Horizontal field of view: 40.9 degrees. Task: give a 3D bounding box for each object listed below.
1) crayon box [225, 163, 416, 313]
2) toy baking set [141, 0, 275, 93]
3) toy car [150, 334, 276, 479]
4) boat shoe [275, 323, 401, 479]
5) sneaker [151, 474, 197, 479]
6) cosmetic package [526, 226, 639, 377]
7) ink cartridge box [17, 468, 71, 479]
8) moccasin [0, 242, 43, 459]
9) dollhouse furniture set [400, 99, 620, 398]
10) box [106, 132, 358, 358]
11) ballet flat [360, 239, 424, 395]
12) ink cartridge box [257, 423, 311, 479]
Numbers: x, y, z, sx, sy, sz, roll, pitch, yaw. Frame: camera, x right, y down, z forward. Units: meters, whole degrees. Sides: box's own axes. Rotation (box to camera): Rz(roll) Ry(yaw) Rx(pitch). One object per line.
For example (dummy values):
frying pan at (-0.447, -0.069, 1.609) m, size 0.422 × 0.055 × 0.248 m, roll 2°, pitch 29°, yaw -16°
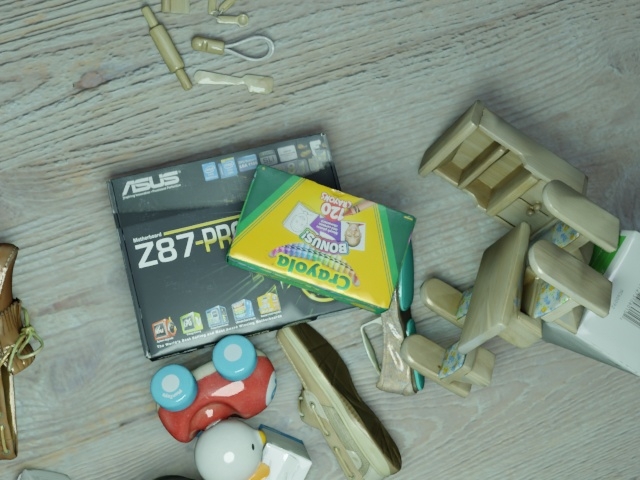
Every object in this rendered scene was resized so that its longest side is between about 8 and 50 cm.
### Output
crayon box at (0.000, 0.000, 1.426) m, size 0.279 × 0.081 × 0.165 m, roll 19°, pitch 77°, yaw -4°
toy baking set at (-0.193, -0.361, 1.531) m, size 0.197 × 0.030 × 0.256 m, roll -25°, pitch 96°, yaw -7°
toy car at (-0.144, 0.320, 1.437) m, size 0.210 × 0.219 × 0.238 m, roll -25°, pitch 64°, yaw -7°
boat shoe at (0.009, 0.297, 1.552) m, size 0.110 × 0.122 × 0.341 m, roll -35°, pitch 85°, yaw 17°
sneaker at (-0.104, 0.507, 1.456) m, size 0.483 × 0.185 × 0.202 m, roll 30°, pitch 132°, yaw -30°
cosmetic package at (0.461, 0.092, 1.486) m, size 0.155 × 0.365 × 0.196 m, roll 32°, pitch 86°, yaw -11°
ink cartridge box at (-0.458, 0.502, 1.439) m, size 0.092 × 0.218 × 0.158 m, roll 19°, pitch 90°, yaw -36°
moccasin at (-0.541, 0.193, 1.454) m, size 0.147 × 0.139 × 0.379 m, roll 7°, pitch 92°, yaw -10°
dollhouse furniture set at (0.282, -0.004, 1.452) m, size 0.257 × 0.362 × 0.394 m, roll 32°, pitch 51°, yaw -10°
box at (-0.142, 0.010, 1.498) m, size 0.395 × 0.097 × 0.318 m, roll -13°, pitch 79°, yaw -8°
ballet flat at (0.122, 0.133, 1.575) m, size 0.106 × 0.107 × 0.315 m, roll -4°, pitch 92°, yaw 19°
ink cartridge box at (-0.080, 0.402, 1.532) m, size 0.090 × 0.143 × 0.092 m, roll 26°, pitch 89°, yaw -9°
